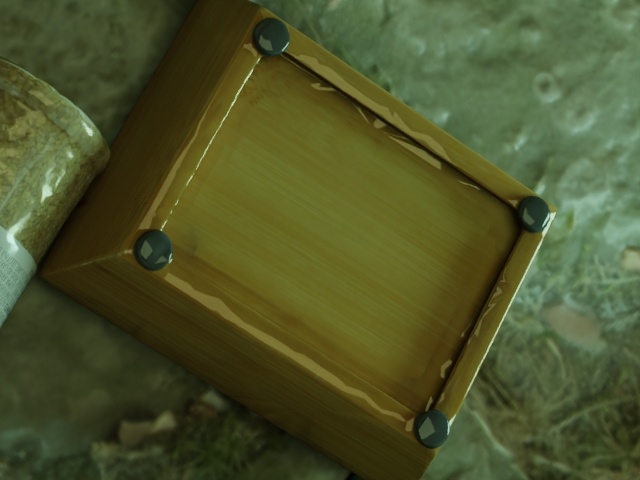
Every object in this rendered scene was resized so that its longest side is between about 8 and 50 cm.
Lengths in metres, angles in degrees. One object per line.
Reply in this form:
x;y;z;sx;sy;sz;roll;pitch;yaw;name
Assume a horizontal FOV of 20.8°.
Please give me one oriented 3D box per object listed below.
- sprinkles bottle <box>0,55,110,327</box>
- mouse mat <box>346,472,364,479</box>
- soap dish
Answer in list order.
-0.262;0.060;1.021;0.121;0.121;0.355;35;73;-13;sprinkles bottle
0.066;0.248;1.129;0.189;0.007;0.152;32;56;9;mouse mat
0.000;0.000;1.129;0.291;0.118;0.229;33;73;-15;soap dish
